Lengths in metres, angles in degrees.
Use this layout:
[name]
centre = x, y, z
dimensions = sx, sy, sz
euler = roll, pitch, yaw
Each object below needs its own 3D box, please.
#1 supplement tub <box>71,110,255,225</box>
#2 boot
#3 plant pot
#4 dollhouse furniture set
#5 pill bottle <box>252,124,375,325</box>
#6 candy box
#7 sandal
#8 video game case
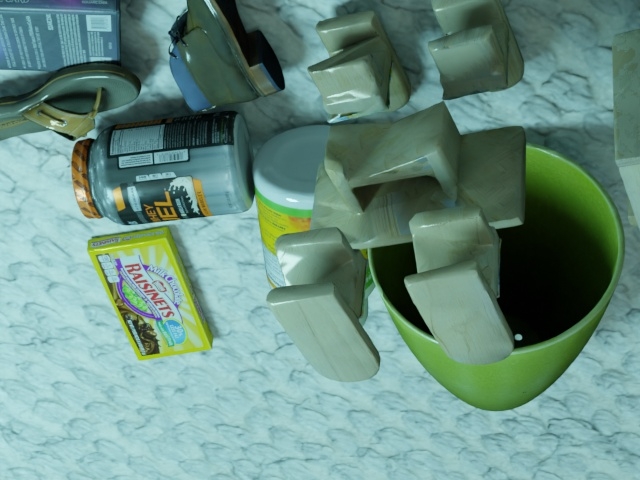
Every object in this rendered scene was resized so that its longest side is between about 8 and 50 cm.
[supplement tub]
centre = -0.175, -0.079, 1.463
dimensions = 0.190, 0.117, 0.117
euler = -6, 131, 8
[boot]
centre = -0.132, -0.218, 1.360
dimensions = 0.106, 0.082, 0.219
euler = -21, 130, 16
[plant pot]
centre = 0.206, 0.078, 1.521
dimensions = 0.275, 0.274, 0.293
euler = -4, 147, 6
[dollhouse furniture set]
centre = 0.189, -0.039, 1.289
dimensions = 0.394, 0.362, 0.256
euler = -9, 140, 22
[pill bottle]
centre = 0.000, 0.000, 1.514
dimensions = 0.136, 0.136, 0.245
euler = -2, 132, 4
[candy box]
centre = -0.214, 0.071, 1.660
dimensions = 0.105, 0.027, 0.205
euler = -11, 131, 7
[sandal]
centre = -0.294, -0.137, 1.432
dimensions = 0.219, 0.060, 0.090
euler = -14, 159, 16
[video game case]
centre = -0.341, -0.210, 1.314
dimensions = 0.274, 0.026, 0.196
euler = 1, 170, -8
